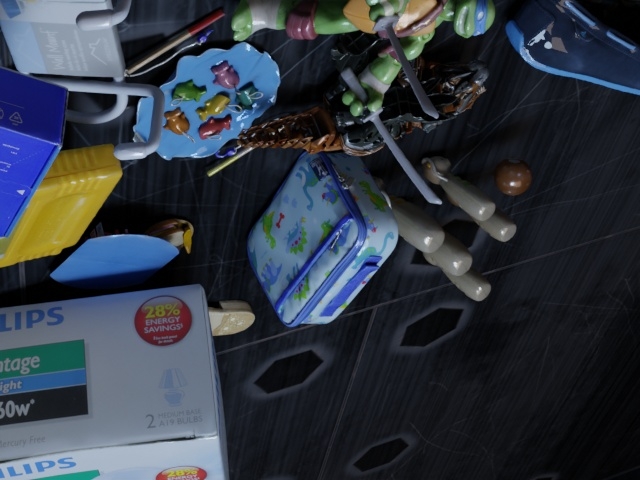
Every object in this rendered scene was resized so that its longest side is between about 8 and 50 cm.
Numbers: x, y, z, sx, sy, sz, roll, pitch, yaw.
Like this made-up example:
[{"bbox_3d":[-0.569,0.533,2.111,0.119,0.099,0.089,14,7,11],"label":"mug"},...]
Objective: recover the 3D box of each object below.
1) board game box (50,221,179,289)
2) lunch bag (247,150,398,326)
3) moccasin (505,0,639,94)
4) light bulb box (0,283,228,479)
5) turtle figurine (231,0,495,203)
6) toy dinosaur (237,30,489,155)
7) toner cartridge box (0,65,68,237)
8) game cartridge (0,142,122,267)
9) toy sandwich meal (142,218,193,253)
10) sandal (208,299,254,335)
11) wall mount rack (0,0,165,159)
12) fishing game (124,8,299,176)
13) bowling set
[{"bbox_3d":[-0.265,0.015,1.717,0.133,0.033,0.169,7,151,-35],"label":"board game box"},{"bbox_3d":[0.000,0.000,1.770,0.090,0.176,0.219,0,141,-40],"label":"lunch bag"},{"bbox_3d":[0.400,-0.264,1.723,0.342,0.137,0.117,-2,138,-38],"label":"moccasin"},{"bbox_3d":[-0.307,0.259,1.805,0.358,0.225,0.361,-7,148,-4],"label":"light bulb box"},{"bbox_3d":[0.029,-0.203,1.362,0.198,0.266,0.274,0,106,-78],"label":"turtle figurine"},{"bbox_3d":[0.066,-0.159,1.616,0.322,0.164,0.218,-40,173,-22],"label":"toy dinosaur"},{"bbox_3d":[-0.422,-0.117,1.208,0.348,0.075,0.165,17,142,-24],"label":"toner cartridge box"},{"bbox_3d":[-0.402,-0.012,1.460,0.324,0.052,0.285,-11,167,-25],"label":"game cartridge"},{"bbox_3d":[-0.201,0.002,1.757,0.086,0.029,0.085,-20,150,-12],"label":"toy sandwich meal"},{"bbox_3d":[-0.193,0.143,1.937,0.240,0.079,0.088,-6,144,-33],"label":"sandal"},{"bbox_3d":[-0.315,-0.181,1.287,0.304,0.130,0.350,2,148,4],"label":"wall mount rack"},{"bbox_3d":[-0.129,-0.154,1.561,0.189,0.041,0.264,-31,150,0],"label":"fishing game"},{"bbox_3d":[0.197,-0.055,1.917,0.200,0.154,0.287,-47,148,-2],"label":"bowling set"}]
